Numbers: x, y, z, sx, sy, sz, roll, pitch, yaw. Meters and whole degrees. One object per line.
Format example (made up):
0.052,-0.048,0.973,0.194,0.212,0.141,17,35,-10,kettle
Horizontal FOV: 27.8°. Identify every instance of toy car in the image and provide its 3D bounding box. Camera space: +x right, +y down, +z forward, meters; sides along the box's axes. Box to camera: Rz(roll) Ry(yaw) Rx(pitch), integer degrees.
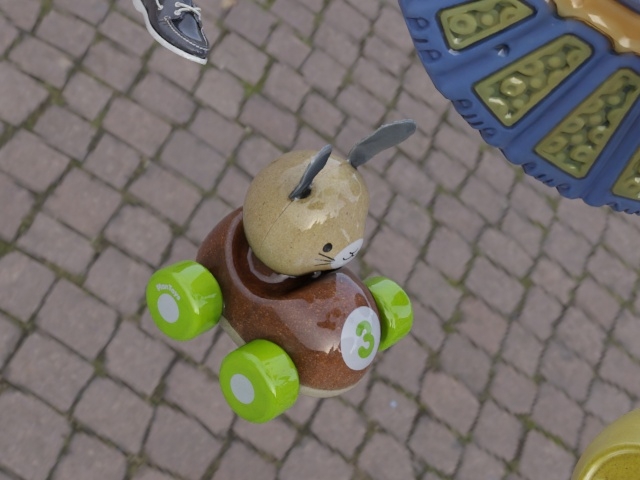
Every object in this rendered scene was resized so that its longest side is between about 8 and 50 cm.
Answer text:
0.000,0.000,0.852,0.149,0.188,0.155,45,42,18,toy car

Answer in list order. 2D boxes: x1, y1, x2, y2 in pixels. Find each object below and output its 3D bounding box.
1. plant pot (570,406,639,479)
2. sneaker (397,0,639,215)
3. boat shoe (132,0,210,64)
0.192,0.150,0.724,0.095,0.134,0.134,20,44,-53,plant pot
0.142,-0.076,0.430,0.296,0.112,0.131,22,49,-29,sneaker
-0.116,-0.182,1.046,0.046,0.038,0.125,22,20,-34,boat shoe
